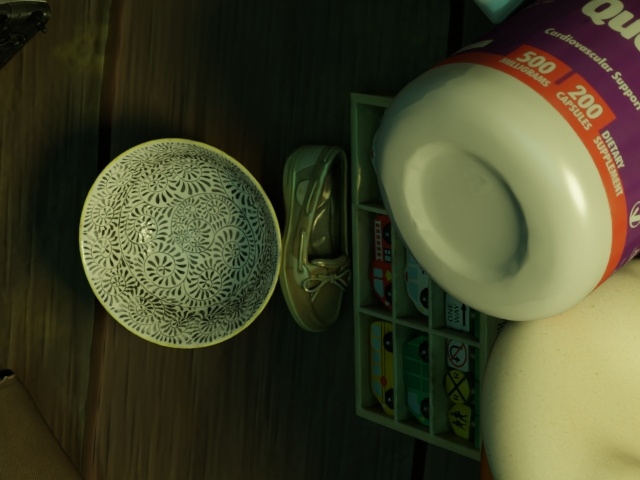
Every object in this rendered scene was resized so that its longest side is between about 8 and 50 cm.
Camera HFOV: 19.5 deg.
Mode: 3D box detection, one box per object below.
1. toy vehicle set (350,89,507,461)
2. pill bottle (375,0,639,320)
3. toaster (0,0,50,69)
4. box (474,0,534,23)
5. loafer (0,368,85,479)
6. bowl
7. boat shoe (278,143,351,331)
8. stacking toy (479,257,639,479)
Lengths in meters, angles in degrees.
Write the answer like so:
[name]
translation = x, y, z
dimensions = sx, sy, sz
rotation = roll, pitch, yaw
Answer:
[toy vehicle set]
translation = 0.088, 0.023, 1.441
dimensions = 0.166, 0.035, 0.267
rotation = 13, 107, 53
[pill bottle]
translation = 0.200, -0.092, 1.285
dimensions = 0.181, 0.323, 0.181
rotation = 29, 137, 31
[toaster]
translation = -0.317, -0.166, 1.490
dimensions = 0.186, 0.168, 0.110
rotation = -42, 88, 18
[box]
translation = 0.123, -0.265, 1.352
dimensions = 0.119, 0.182, 0.181
rotation = -41, 89, 16
[loafer]
translation = -0.287, 0.177, 1.566
dimensions = 0.366, 0.134, 0.130
rotation = 32, 107, 6
[bowl]
translation = -0.103, -0.004, 1.512
dimensions = 0.170, 0.080, 0.170
rotation = 3, 101, 15
[boat shoe]
translation = 0.001, -0.001, 1.494
dimensions = 0.048, 0.056, 0.153
rotation = 6, 97, 49
[stacking toy]
translation = 0.202, 0.275, 1.380
dimensions = 0.350, 0.350, 0.480
rotation = 35, 134, 6
